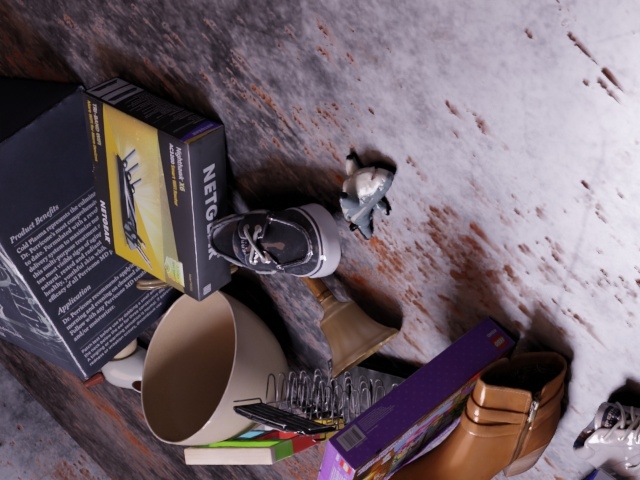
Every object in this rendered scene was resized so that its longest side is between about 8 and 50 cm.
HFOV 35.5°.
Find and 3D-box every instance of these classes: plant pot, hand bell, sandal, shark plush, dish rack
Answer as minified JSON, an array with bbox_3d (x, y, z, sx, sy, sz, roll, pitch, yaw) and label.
[{"bbox_3d":[-0.169,0.246,1.829,0.191,0.284,0.284,23,168,-37],"label":"plant pot"},{"bbox_3d":[0.003,0.079,1.546,0.242,0.126,0.126,55,153,10],"label":"hand bell"},{"bbox_3d":[-0.233,0.053,1.745,0.072,0.180,0.049,134,128,-76],"label":"sandal"},{"bbox_3d":[0.062,-0.041,1.341,0.067,0.073,0.161,7,136,6],"label":"shark plush"},{"bbox_3d":[0.009,0.245,1.557,0.208,0.272,0.074,6,95,49],"label":"dish rack"}]

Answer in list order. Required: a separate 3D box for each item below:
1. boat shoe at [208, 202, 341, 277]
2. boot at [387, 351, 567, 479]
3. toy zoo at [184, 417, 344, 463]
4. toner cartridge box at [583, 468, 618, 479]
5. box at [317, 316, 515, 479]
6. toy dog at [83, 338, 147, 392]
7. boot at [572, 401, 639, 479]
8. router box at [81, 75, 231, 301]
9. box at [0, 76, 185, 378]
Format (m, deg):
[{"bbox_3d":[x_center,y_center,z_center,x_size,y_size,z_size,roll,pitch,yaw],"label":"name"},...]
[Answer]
[{"bbox_3d":[-0.077,0.000,1.462,0.301,0.102,0.108,12,110,60],"label":"boat shoe"},{"bbox_3d":[0.202,0.264,1.319,0.220,0.284,0.109,94,154,-45],"label":"boot"},{"bbox_3d":[-0.087,0.367,1.860,0.192,0.293,0.030,-8,89,32],"label":"toy zoo"},{"bbox_3d":[0.397,0.423,1.384,0.165,0.075,0.348,36,163,15],"label":"toner cartridge box"},{"bbox_3d":[0.126,0.246,1.366,0.057,0.293,0.201,46,154,21],"label":"box"},{"bbox_3d":[-0.422,0.341,2.340,0.334,0.161,0.220,17,140,41],"label":"toy dog"},{"bbox_3d":[0.392,0.243,1.216,0.123,0.095,0.258,33,150,9],"label":"boot"},{"bbox_3d":[-0.263,-0.082,1.621,0.243,0.081,0.308,26,133,30],"label":"router box"},{"bbox_3d":[-0.574,-0.044,1.927,0.480,0.297,0.471,13,135,45],"label":"box"}]
